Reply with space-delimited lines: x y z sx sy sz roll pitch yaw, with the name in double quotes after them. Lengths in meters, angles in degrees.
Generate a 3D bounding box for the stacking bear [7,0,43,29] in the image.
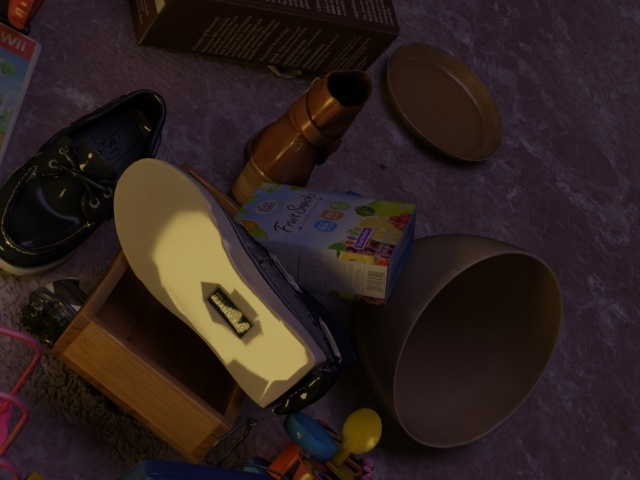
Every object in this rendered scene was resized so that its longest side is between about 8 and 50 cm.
-0.470 -0.421 1.866 0.289 0.175 0.164 26 17 -9 "stacking bear"

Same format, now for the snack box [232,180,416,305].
0.000 0.000 1.780 0.207 0.070 0.174 8 24 11 "snack box"

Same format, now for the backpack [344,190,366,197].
0.039 -0.010 2.010 0.101 0.098 0.120 26 46 -18 "backpack"

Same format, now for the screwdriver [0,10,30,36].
-0.459 -0.301 1.885 0.170 0.025 0.024 18 48 -17 "screwdriver"

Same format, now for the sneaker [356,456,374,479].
0.034 0.318 1.795 0.057 0.047 0.119 12 47 -5 "sneaker"

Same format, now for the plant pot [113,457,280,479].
-0.144 0.354 1.452 0.236 0.236 0.212 15 49 -40 "plant pot"

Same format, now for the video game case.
-0.466 -0.190 1.779 0.204 0.025 0.285 28 44 -21 "video game case"

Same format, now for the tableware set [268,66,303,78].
-0.037 -0.309 2.242 0.168 0.020 0.141 -2 60 -41 "tableware set"

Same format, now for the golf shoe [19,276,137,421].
-0.249 0.119 1.678 0.198 0.077 0.094 48 41 -1 "golf shoe"

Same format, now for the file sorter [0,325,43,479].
-0.391 0.223 1.360 0.202 0.182 0.291 18 52 -19 "file sorter"

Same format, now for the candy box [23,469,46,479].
-0.316 0.337 1.486 0.105 0.027 0.206 41 41 -3 "candy box"

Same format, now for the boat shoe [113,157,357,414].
-0.096 0.052 1.657 0.340 0.127 0.158 54 15 14 "boat shoe"

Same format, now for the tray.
-0.157 0.073 1.729 0.203 0.076 0.411 39 26 -9 "tray"

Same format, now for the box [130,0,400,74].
-0.087 -0.369 2.136 0.381 0.143 0.191 7 57 -33 "box"

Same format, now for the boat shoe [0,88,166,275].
-0.286 -0.084 1.779 0.127 0.113 0.340 46 41 -1 "boat shoe"

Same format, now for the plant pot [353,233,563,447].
0.153 0.105 1.922 0.284 0.284 0.191 3 22 -39 "plant pot"

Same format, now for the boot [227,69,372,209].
-0.016 -0.159 1.970 0.109 0.220 0.283 42 26 0 "boot"

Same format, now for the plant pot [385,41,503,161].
0.196 -0.220 2.361 0.236 0.032 0.236 23 46 -26 "plant pot"

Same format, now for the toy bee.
-0.015 0.288 1.653 0.162 0.195 0.298 44 30 17 "toy bee"
